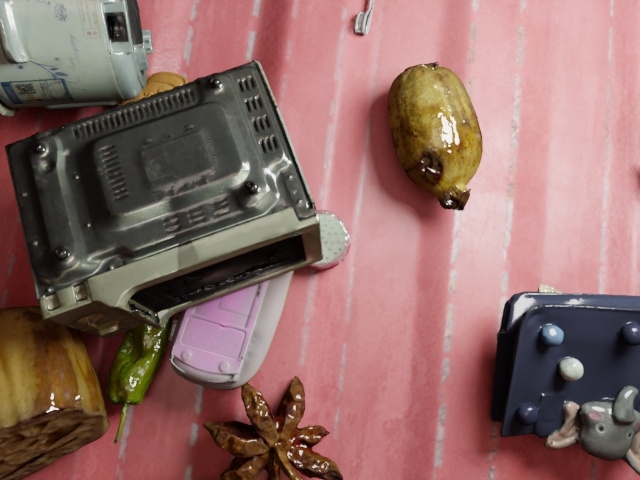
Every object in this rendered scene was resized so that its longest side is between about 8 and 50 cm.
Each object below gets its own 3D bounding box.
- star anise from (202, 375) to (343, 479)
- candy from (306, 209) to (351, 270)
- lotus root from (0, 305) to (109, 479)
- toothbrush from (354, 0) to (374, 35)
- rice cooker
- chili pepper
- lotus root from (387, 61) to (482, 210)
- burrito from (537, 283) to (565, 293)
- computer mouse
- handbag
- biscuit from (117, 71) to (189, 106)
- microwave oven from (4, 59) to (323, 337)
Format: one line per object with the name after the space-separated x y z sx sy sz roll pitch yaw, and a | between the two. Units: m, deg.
-0.074 0.308 0.861 0.212 0.111 0.196 -3 73 3 | star anise
0.000 0.000 0.938 0.103 0.043 0.103 0 82 -2 | candy
-0.458 0.202 0.749 0.316 0.316 0.250 -19 72 -7 | lotus root
0.104 -0.509 1.032 0.026 0.024 0.288 12 82 11 | toothbrush
-0.414 -0.326 0.842 0.316 0.317 0.264 -4 121 -5 | rice cooker
-0.292 0.203 0.871 0.072 0.073 0.204 14 71 11 | chili pepper
0.195 -0.173 0.938 0.145 0.128 0.261 -11 84 -16 | lotus root
0.459 0.143 0.952 0.229 0.063 0.058 27 40 -8 | burrito
-0.135 0.077 0.891 0.158 0.072 0.311 13 76 12 | computer mouse
0.443 0.223 0.880 0.325 0.118 0.269 2 102 -2 | handbag
-0.287 -0.228 0.937 0.118 0.023 0.140 7 64 15 | biscuit
-0.203 -0.054 0.775 0.354 0.218 0.287 -19 75 -4 | microwave oven
